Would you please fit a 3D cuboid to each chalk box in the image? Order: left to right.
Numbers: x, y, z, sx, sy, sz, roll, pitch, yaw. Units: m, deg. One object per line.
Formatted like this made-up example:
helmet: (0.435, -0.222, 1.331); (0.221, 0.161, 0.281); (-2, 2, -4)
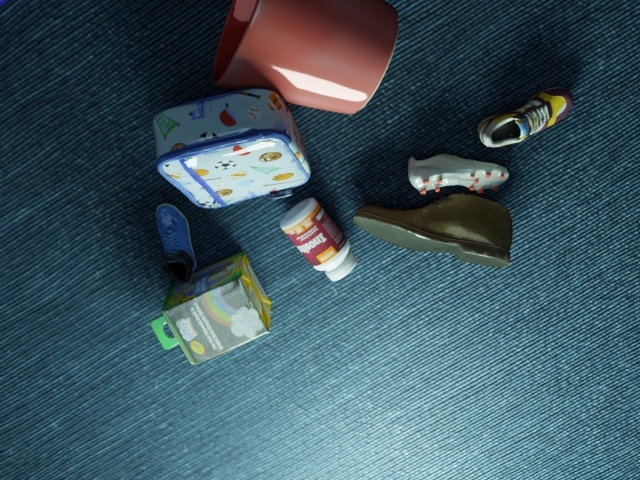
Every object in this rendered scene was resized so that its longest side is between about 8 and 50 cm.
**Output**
chalk box: (-0.217, 0.137, 1.640); (0.213, 0.132, 0.132); (-23, 110, 7)

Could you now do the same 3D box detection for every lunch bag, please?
lunch bag: (-0.152, -0.145, 1.462); (0.243, 0.303, 0.115); (-15, 74, 5)

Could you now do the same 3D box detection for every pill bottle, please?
pill bottle: (0.000, 0.000, 1.619); (0.086, 0.086, 0.152); (-37, 107, 11)

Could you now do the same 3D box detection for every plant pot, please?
plant pot: (-0.021, -0.342, 1.419); (0.243, 0.275, 0.275); (19, 109, -19)

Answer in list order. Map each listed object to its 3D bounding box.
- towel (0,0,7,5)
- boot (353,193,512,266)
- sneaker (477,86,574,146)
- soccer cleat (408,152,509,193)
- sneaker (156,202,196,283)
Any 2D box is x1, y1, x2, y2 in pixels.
towel: (-0.527, -0.543, 1.413); (0.308, 0.076, 0.228); (-32, 108, 9)
boot: (0.216, -0.037, 1.624); (0.305, 0.112, 0.115); (12, 79, -2)
sneaker: (0.380, -0.217, 1.553); (0.185, 0.084, 0.070); (-26, 108, 8)
soccer cleat: (0.258, -0.132, 1.594); (0.196, 0.076, 0.068); (-3, 145, -15)
sneaker: (-0.275, 0.008, 1.614); (0.058, 0.084, 0.152); (-12, 110, 3)
